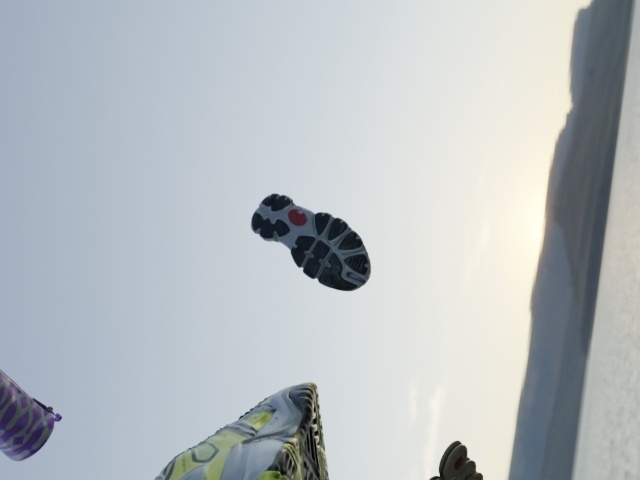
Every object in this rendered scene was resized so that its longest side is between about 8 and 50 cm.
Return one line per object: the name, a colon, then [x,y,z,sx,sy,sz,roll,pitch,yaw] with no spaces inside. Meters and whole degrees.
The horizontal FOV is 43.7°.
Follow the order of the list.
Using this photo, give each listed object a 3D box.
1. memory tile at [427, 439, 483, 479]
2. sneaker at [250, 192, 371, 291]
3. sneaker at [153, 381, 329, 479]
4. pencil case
memory tile: [0.121,0.262,0.755,0.113,0.012,0.148,-53,-39,-18]
sneaker: [0.000,0.000,0.854,0.071,0.170,0.068,26,-82,-48]
sneaker: [-0.072,0.215,0.720,0.385,0.147,0.145,33,-133,-81]
pencil case: [-0.439,0.207,1.066,0.088,0.086,0.206,-41,-57,-13]
